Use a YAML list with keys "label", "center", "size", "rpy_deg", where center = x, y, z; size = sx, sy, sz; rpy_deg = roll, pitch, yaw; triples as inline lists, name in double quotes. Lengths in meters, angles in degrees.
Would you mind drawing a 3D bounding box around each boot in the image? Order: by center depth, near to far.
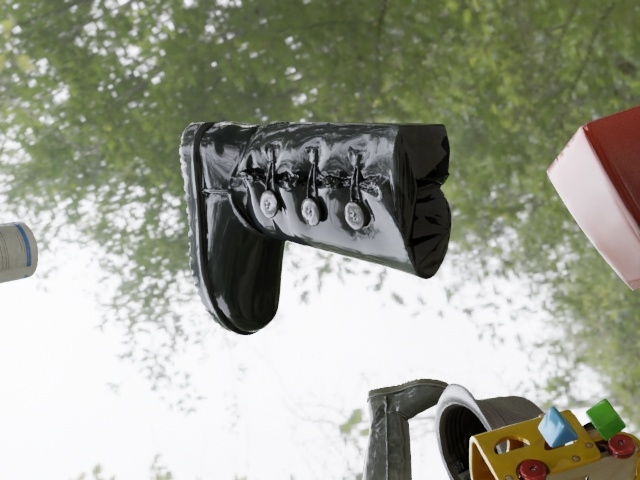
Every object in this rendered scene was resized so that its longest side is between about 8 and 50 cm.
- label: "boot"
  center: [-0.001, -0.002, 1.494]
  size: [0.146, 0.445, 0.367]
  rpy_deg: [-33, -62, -44]
- label: "boot"
  center: [0.157, 0.370, 1.888]
  size: [0.076, 0.190, 0.208]
  rpy_deg: [41, -139, -39]

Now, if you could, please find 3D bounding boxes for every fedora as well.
- label: "fedora"
  center: [0.280, 0.317, 1.544]
  size: [0.124, 0.275, 0.243]
  rpy_deg: [-18, -107, -16]

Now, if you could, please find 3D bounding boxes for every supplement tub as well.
- label: "supplement tub"
  center: [-0.389, 0.019, 1.182]
  size: [0.107, 0.071, 0.071]
  rpy_deg: [-11, -94, -42]

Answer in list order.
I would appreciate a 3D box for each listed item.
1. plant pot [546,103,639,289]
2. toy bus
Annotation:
- label: "plant pot"
  center: [0.529, -0.072, 1.529]
  size: [0.267, 0.267, 0.235]
  rpy_deg: [84, 166, -79]
- label: "toy bus"
  center: [0.259, 0.235, 1.097]
  size: [0.202, 0.191, 0.104]
  rpy_deg: [30, -160, -34]
